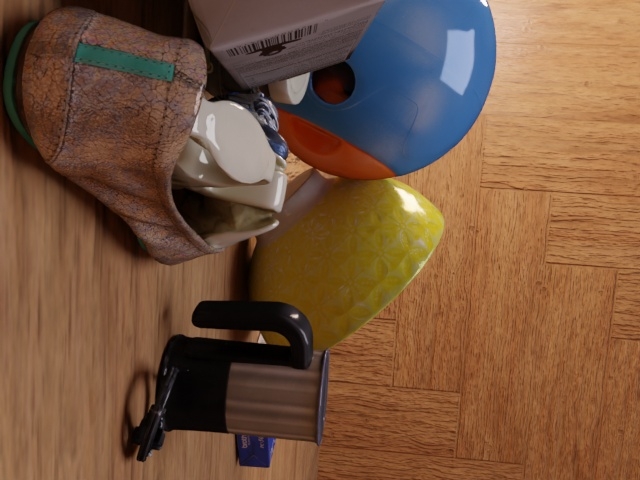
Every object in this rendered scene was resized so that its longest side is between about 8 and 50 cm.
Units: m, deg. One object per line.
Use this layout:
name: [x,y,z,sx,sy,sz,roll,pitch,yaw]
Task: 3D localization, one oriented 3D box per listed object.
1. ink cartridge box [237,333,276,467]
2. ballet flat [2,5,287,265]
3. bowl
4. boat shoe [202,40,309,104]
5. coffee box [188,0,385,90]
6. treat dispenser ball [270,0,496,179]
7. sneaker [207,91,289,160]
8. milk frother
ink cartridge box: [-0.078,0.216,1.008,0.207,0.046,0.097,-76,167,-63]
ballet flat: [-0.078,-0.040,0.446,0.316,0.106,0.107,61,34,-82]
bowl: [0.000,0.000,0.903,0.156,0.289,0.289,49,19,-13]
boat shoe: [-0.055,-0.276,0.621,0.109,0.091,0.304,-4,98,-76]
coffee box: [-0.036,-0.185,0.449,0.246,0.098,0.141,-106,179,-81]
treat dispenser ball: [0.058,-0.214,0.813,0.288,0.288,0.288,4,90,-85]
sneaker: [-0.057,-0.097,0.565,0.135,0.058,0.052,36,-29,49]
milk frother: [-0.066,0.131,0.562,0.143,0.135,0.129,-80,172,-48]
